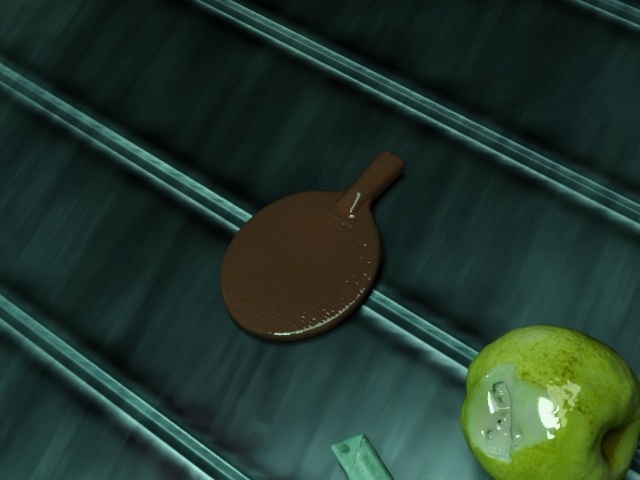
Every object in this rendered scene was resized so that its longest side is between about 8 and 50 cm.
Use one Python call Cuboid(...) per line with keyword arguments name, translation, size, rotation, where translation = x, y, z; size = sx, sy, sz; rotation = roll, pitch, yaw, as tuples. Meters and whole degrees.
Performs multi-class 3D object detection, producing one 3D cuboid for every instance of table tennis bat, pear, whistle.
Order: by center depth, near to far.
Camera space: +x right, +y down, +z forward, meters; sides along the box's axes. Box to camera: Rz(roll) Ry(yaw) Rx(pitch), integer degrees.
Cuboid(name="pear", translation=(0.329, 0.248, 1.713), size=(0.271, 0.271, 0.271), rotation=(-5, 57, 8))
Cuboid(name="whistle", translation=(0.115, 0.415, 1.757), size=(0.062, 0.062, 0.312), rotation=(-30, 57, -9))
Cuboid(name="table tennis bat", translation=(0.000, 0.000, 2.059), size=(0.268, 0.051, 0.415), rotation=(32, 70, 27))
